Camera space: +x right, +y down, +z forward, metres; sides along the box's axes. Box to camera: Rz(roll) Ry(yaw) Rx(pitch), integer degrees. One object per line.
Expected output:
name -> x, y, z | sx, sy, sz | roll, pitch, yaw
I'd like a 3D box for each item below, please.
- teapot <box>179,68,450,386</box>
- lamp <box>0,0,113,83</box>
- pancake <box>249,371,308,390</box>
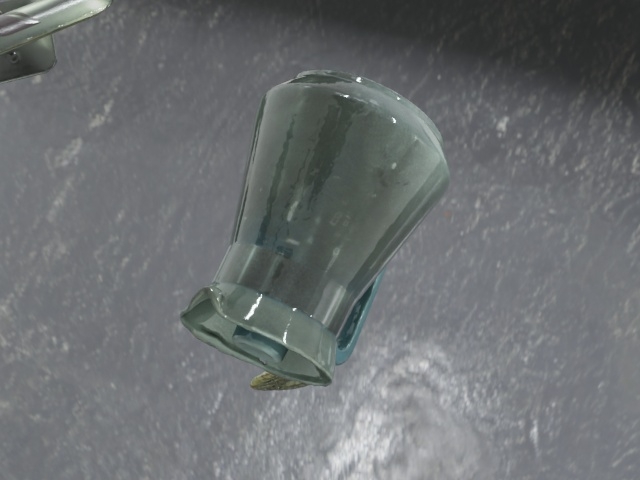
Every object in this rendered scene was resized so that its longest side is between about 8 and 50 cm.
teapot -> 0.000, 0.000, 0.881 | 0.171, 0.203, 0.225 | 14, 70, 34
lamp -> -0.362, -0.281, 1.341 | 0.203, 0.283, 0.124 | -15, 95, -10
pancake -> -0.038, 0.176, 1.390 | 0.108, 0.108, 0.017 | -12, 69, -6
